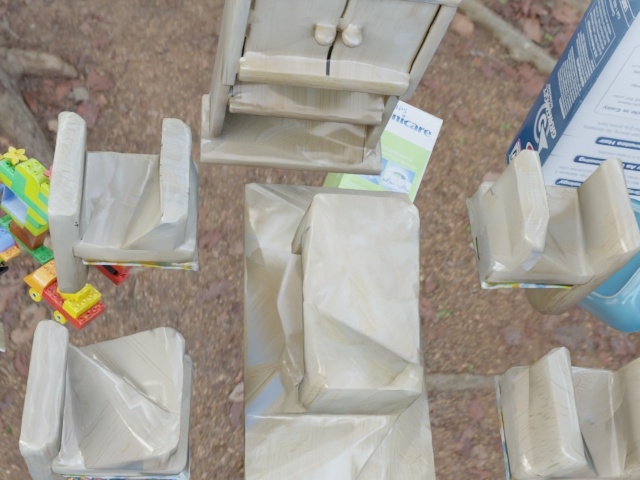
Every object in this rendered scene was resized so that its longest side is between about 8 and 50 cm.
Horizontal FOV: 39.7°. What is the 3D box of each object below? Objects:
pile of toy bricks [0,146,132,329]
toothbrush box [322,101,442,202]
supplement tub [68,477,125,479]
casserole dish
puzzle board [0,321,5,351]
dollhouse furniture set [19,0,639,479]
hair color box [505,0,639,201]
[{"bbox_3d":[-0.255,-0.031,0.795,0.212,0.105,0.118,39,45,8],"label":"pile of toy bricks"},{"bbox_3d":[0.066,-0.062,1.413,0.122,0.206,0.283,23,71,-8],"label":"toothbrush box"},{"bbox_3d":[-0.423,0.441,1.670,0.106,0.106,0.198,31,66,3],"label":"supplement tub"},{"bbox_3d":[0.265,0.011,0.810,0.037,0.188,0.114,33,97,-19],"label":"casserole dish"},{"bbox_3d":[-0.563,0.131,1.406,0.128,0.096,0.011,30,99,-30],"label":"puzzle board"},{"bbox_3d":[0.000,0.000,0.650,0.362,0.256,0.394,3,65,-11],"label":"dollhouse furniture set"},{"bbox_3d":[0.357,-0.162,1.018,0.173,0.347,0.105,7,53,-9],"label":"hair color box"}]
